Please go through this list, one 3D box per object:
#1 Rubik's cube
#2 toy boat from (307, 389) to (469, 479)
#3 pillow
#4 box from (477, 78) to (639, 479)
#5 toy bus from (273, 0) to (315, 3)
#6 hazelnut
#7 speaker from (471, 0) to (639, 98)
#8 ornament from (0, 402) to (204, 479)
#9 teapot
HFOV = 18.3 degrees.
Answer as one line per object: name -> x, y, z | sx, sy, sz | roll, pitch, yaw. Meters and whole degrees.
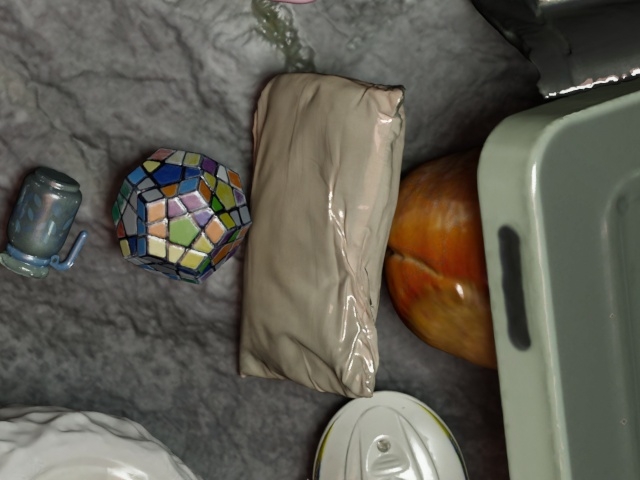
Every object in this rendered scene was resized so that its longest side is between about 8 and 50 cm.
Rubik's cube -> -0.109, -0.019, 1.564 | 0.111, 0.111, 0.093 | 18, 74, -9
toy boat -> 0.068, 0.263, 1.635 | 0.141, 0.141, 0.269 | -12, 119, -1
pillow -> 0.000, 0.000, 1.551 | 0.067, 0.173, 0.270 | -7, 108, -39
box -> 0.288, 0.048, 1.523 | 0.373, 0.090, 0.367 | -20, 110, -36
toy bus -> -0.087, -0.235, 1.528 | 0.203, 0.063, 0.090 | 6, 107, -4
hazelnut -> 0.137, 0.011, 1.556 | 0.182, 0.182, 0.182 | -1, 104, -4
speaker -> 0.173, -0.318, 1.464 | 0.180, 0.184, 0.388 | -16, 104, 0
ornament -> -0.224, 0.296, 1.521 | 0.337, 0.337, 0.337 | -1, 104, -4
teapot -> -0.220, -0.015, 1.587 | 0.049, 0.063, 0.083 | 29, 105, 21
